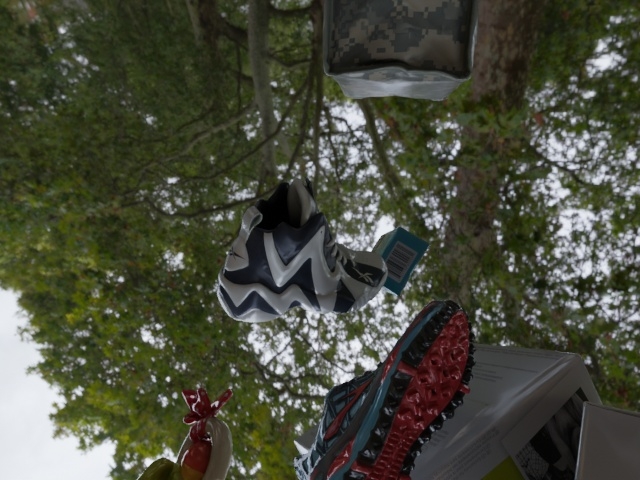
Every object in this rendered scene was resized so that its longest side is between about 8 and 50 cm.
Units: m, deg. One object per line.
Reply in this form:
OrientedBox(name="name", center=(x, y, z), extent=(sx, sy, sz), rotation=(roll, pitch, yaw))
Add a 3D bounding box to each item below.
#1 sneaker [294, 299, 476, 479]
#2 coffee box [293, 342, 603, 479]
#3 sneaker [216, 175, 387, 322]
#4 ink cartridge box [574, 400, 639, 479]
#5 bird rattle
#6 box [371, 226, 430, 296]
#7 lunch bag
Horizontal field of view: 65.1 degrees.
OrientedBox(name="sneaker", center=(0.054, 0.164, 0.521), extent=(0.262, 0.104, 0.125), rotation=(-56, -147, -7))
OrientedBox(name="coffee box", center=(0.222, 0.389, 0.766), extent=(0.338, 0.335, 0.337), rotation=(-28, -176, -22))
OrientedBox(name="sneaker", center=(0.000, 0.000, 0.580), extent=(0.234, 0.153, 0.094), rotation=(-2, -149, -30))
OrientedBox(name="ink cartridge box", center=(0.335, 0.328, 0.524), extent=(0.121, 0.211, 0.290), rotation=(5, -104, 36))
OrientedBox(name="bird rattle", center=(-0.227, 0.414, 0.969), extent=(0.206, 0.143, 0.254), rotation=(10, -118, 56))
OrientedBox(name="box", center=(0.125, 0.038, 0.913), extent=(0.060, 0.244, 0.101), rotation=(32, -93, 1))
OrientedBox(name="lunch bag", center=(0.094, -0.308, 0.542), extent=(0.168, 0.287, 0.235), rotation=(3, -170, 7))
